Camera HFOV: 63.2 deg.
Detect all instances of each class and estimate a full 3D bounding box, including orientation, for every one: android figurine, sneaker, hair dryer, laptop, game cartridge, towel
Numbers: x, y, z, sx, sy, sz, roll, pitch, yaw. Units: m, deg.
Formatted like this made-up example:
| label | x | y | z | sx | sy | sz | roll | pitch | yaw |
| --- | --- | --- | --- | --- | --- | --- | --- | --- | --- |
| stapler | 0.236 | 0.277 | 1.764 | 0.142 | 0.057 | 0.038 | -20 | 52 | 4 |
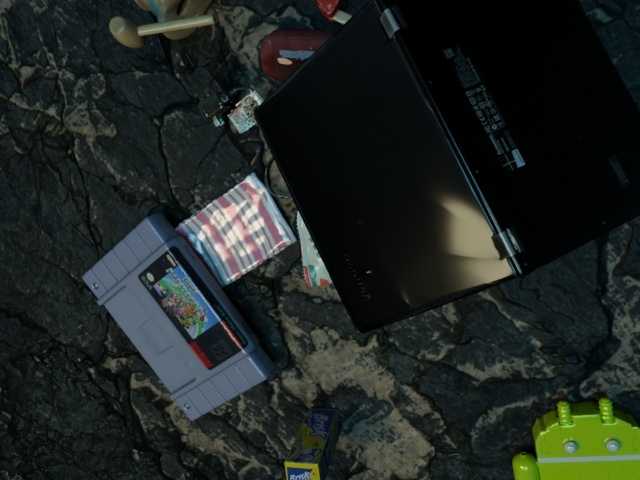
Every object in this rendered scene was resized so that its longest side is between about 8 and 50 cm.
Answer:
| label | x | y | z | sx | sy | sz | roll | pitch | yaw |
| --- | --- | --- | --- | --- | --- | --- | --- | --- | --- |
| android figurine | 0.449 | 0.382 | 0.859 | 0.248 | 0.056 | 0.273 | -7 | 103 | 16 |
| sneaker | 0.000 | 0.000 | 0.886 | 0.075 | 0.057 | 0.161 | -7 | 100 | -2 |
| hair dryer | -0.026 | -0.227 | 0.836 | 0.293 | 0.080 | 0.223 | -36 | 112 | 22 |
| laptop | 0.175 | -0.131 | 0.725 | 0.408 | 0.236 | 0.382 | -25 | 85 | -14 |
| game cartridge | -0.266 | 0.148 | 0.963 | 0.230 | 0.068 | 0.355 | -35 | 93 | 32 |
| towel | -0.155 | -0.011 | 0.928 | 0.197 | 0.029 | 0.144 | -32 | 95 | 19 |

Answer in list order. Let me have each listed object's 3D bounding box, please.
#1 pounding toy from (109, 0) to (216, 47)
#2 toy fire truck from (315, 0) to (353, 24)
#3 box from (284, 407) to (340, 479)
| label | x | y | z | sx | sy | sz | roll | pitch | yaw |
| --- | --- | --- | --- | --- | --- | --- | --- | --- | --- |
| pounding toy | -0.188 | -0.374 | 0.799 | 0.269 | 0.154 | 0.155 | -42 | 91 | 0 |
| toy fire truck | 0.099 | -0.345 | 0.764 | 0.192 | 0.047 | 0.135 | 41 | 99 | 3 |
| box | -0.010 | 0.358 | 0.905 | 0.059 | 0.169 | 0.054 | -2 | 102 | 14 |
